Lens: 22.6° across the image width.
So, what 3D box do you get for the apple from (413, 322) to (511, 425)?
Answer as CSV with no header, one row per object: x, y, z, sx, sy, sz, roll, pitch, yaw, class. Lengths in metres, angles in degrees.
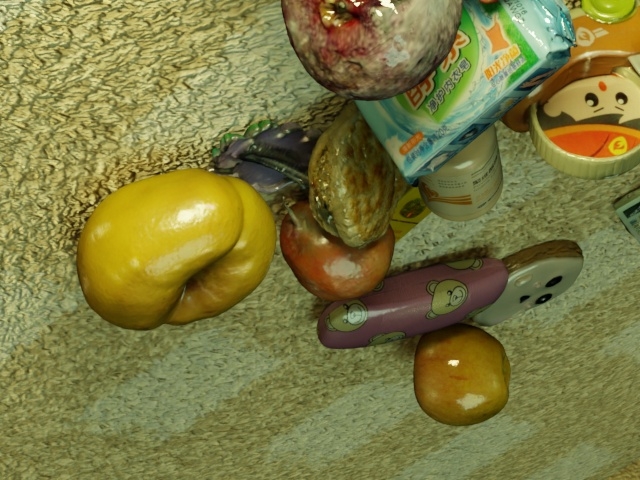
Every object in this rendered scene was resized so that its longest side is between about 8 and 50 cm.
0.232,0.218,2.614,0.155,0.182,0.182,4,155,10,apple

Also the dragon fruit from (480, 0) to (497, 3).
0.171,-0.317,1.696,0.112,0.126,0.068,-28,-166,-3,dragon fruit

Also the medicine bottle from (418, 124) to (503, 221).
0.165,-0.123,2.004,0.114,0.114,0.252,-25,153,-1,medicine bottle

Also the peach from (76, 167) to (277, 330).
-0.170,0.011,1.921,0.251,0.153,0.251,-17,163,-6,peach

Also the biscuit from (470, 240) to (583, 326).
0.333,0.072,2.581,0.208,0.049,0.181,-20,154,-7,biscuit

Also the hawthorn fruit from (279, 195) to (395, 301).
0.001,0.004,2.075,0.189,0.149,0.149,12,138,-25,hawthorn fruit

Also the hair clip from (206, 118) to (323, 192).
-0.054,-0.092,1.946,0.195,0.052,0.124,14,129,-45,hair clip

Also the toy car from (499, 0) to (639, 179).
0.324,-0.176,1.929,0.235,0.235,0.145,-21,154,-8,toy car

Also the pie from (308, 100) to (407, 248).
0.047,-0.081,1.956,0.163,0.079,0.193,-44,138,-32,pie

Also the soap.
0.154,-0.198,1.811,0.293,0.156,0.077,-42,162,30,soap

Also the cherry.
0.058,-0.239,1.620,0.195,0.195,0.195,-20,153,-11,cherry

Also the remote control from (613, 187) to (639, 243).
0.512,-0.039,2.553,0.065,0.029,0.166,-31,149,13,remote control

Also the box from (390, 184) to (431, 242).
0.120,-0.047,2.206,0.087,0.023,0.155,11,136,-46,box

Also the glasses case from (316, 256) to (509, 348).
0.141,0.095,2.421,0.316,0.076,0.123,-13,150,-24,glasses case
